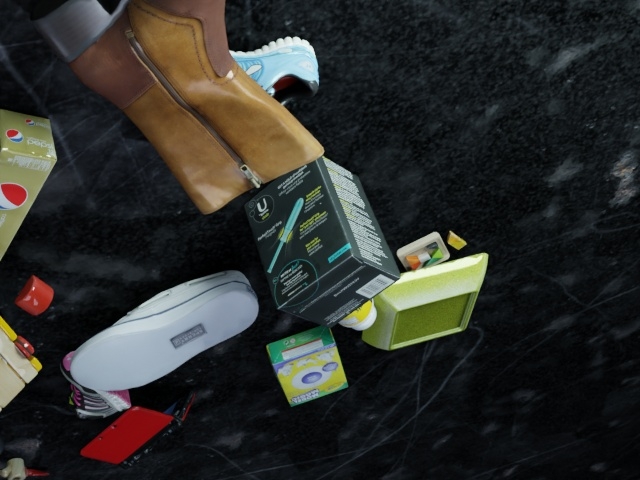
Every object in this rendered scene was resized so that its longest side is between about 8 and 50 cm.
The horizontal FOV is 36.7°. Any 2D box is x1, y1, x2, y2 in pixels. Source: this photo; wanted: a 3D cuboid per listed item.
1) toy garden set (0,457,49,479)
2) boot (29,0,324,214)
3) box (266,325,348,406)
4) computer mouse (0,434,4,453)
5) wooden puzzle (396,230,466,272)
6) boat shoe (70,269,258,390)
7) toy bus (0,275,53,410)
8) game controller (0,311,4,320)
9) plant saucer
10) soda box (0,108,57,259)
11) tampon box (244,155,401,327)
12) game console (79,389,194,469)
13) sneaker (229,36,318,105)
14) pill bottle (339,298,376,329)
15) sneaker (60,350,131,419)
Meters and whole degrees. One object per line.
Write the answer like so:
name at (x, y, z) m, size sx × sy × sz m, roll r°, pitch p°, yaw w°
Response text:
toy garden set at (-0.548, 0.399, 1.512) m, size 0.204 × 0.049 × 0.244 m, roll -41°, pitch 141°, yaw 26°
boot at (-0.080, -0.162, 0.891) m, size 0.264 × 0.096 × 0.280 m, roll -30°, pitch 127°, yaw 15°
box at (-0.017, 0.206, 1.538) m, size 0.105 × 0.043 × 0.179 m, roll -19°, pitch 147°, yaw -2°
computer mouse at (-0.536, 0.250, 1.337) m, size 0.071 × 0.041 × 0.242 m, roll -28°, pitch 138°, yaw 13°
wooden puzzle at (0.151, 0.021, 1.400) m, size 0.116 × 0.014 × 0.078 m, roll -30°, pitch 144°, yaw 13°
boat shoe at (-0.206, 0.116, 1.277) m, size 0.258 × 0.084 × 0.095 m, roll -20°, pitch 121°, yaw -5°
toy bus at (-0.407, 0.103, 1.058) m, size 0.190 × 0.104 × 0.202 m, roll 5°, pitch 95°, yaw -45°
game controller at (-0.487, 0.066, 1.100) m, size 0.166 × 0.067 × 0.319 m, roll -31°, pitch 147°, yaw -11°
plant saucer at (0.164, 0.106, 1.483) m, size 0.188 × 0.045 × 0.188 m, roll -14°, pitch 148°, yaw -11°
soda box at (-0.338, -0.051, 1.004) m, size 0.058 × 0.061 × 0.181 m, roll 10°, pitch 135°, yaw -37°
tampon box at (0.000, 0.000, 1.162) m, size 0.120 × 0.161 × 0.101 m, roll -36°, pitch 143°, yaw 23°
game console at (-0.280, 0.279, 1.480) m, size 0.085 × 0.124 × 0.144 m, roll 44°, pitch 116°, yaw -13°
sneaker at (-0.076, -0.156, 0.989) m, size 0.162 × 0.073 × 0.063 m, roll -19°, pitch 146°, yaw -4°
pill bottle at (0.038, 0.086, 1.384) m, size 0.065 × 0.065 × 0.116 m, roll -28°, pitch 145°, yaw 10°
sneaker at (-0.331, 0.213, 1.361) m, size 0.074 × 0.063 × 0.170 m, roll -28°, pitch 150°, yaw 0°
